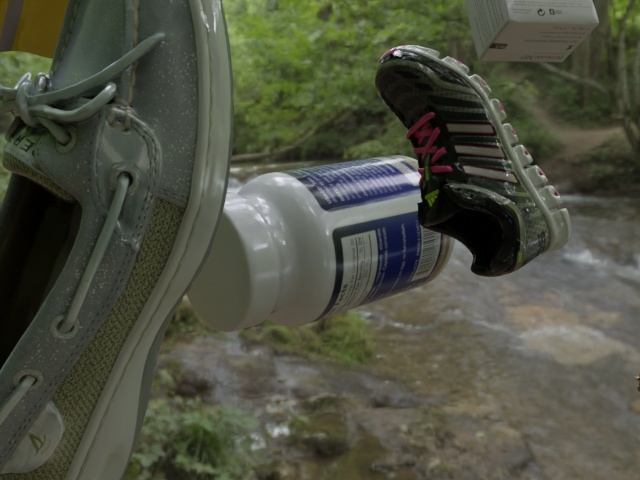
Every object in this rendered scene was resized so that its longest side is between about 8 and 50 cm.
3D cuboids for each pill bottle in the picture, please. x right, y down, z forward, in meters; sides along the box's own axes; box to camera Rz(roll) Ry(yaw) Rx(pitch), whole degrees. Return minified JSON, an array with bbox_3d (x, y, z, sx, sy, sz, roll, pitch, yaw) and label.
[{"bbox_3d":[0.000,0.000,0.694,0.265,0.153,0.153,-12,10,-40],"label":"pill bottle"}]

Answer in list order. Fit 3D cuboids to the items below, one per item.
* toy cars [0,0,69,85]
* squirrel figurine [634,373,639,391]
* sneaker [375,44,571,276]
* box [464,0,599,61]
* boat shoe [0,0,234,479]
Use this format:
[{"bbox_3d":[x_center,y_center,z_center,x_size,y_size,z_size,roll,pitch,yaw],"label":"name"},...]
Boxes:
[{"bbox_3d":[-0.240,-0.138,0.610,0.177,0.087,0.393,-8,-32,17],"label":"toy cars"},{"bbox_3d":[0.564,0.300,0.899,0.281,0.396,0.370,-5,20,19],"label":"squirrel figurine"},{"bbox_3d":[0.084,-0.046,0.436,0.075,0.170,0.063,-39,2,-25],"label":"sneaker"},{"bbox_3d":[0.371,-0.430,1.238,0.181,0.181,0.119,-4,-18,-15],"label":"box"},{"bbox_3d":[-0.131,0.003,0.340,0.103,0.320,0.118,8,17,-44],"label":"boat shoe"}]
